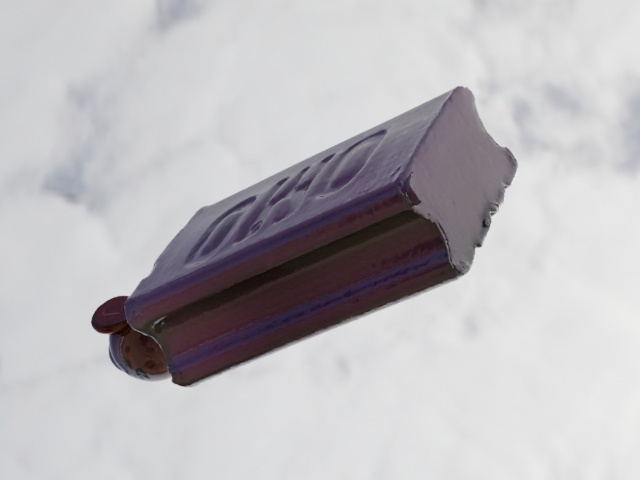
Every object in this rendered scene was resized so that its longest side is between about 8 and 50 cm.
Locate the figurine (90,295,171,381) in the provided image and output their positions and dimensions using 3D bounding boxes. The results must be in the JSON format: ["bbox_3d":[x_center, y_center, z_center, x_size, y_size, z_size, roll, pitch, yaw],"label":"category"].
[{"bbox_3d":[-0.126,0.073,1.339,0.083,0.067,0.071,2,-51,18],"label":"figurine"}]

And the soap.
[{"bbox_3d":[0.000,0.000,0.958,0.203,0.122,0.065,-24,-70,33],"label":"soap"}]
